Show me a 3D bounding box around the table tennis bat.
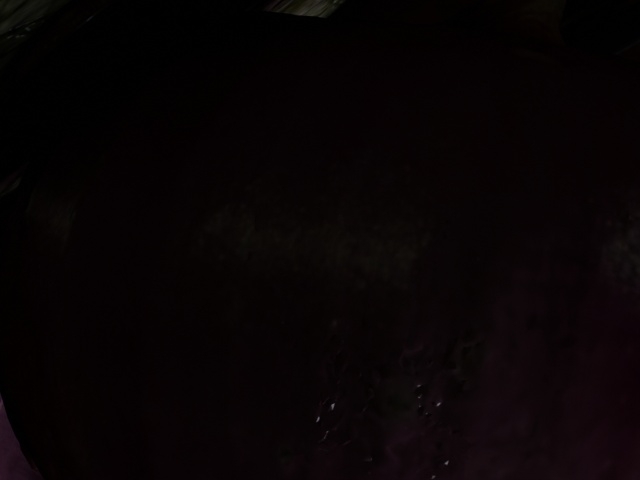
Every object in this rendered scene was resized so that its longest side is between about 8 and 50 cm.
[{"bbox_3d":[-0.051,-0.094,0.702,0.156,0.013,0.087,-35,177,-32],"label":"table tennis bat"}]

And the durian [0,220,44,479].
[{"bbox_3d":[-0.129,0.050,0.976,0.112,0.191,0.341,10,-130,33],"label":"durian"}]

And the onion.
[{"bbox_3d":[0.041,0.009,0.767,0.358,0.344,0.358,-9,-164,3],"label":"onion"}]

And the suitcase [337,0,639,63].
[{"bbox_3d":[0.083,-0.078,1.199,0.236,0.161,0.297,-40,175,31],"label":"suitcase"}]
